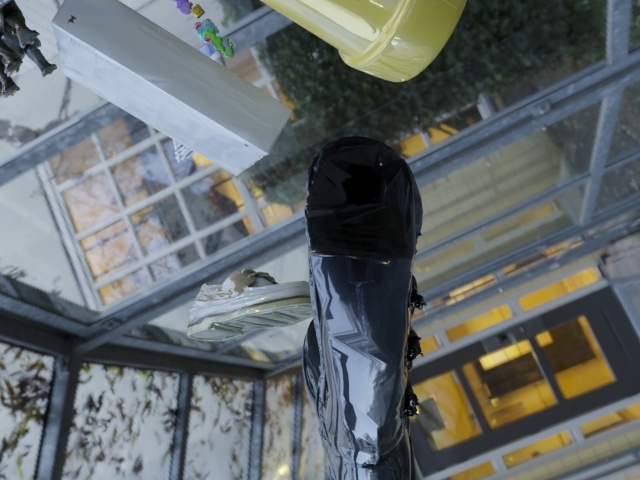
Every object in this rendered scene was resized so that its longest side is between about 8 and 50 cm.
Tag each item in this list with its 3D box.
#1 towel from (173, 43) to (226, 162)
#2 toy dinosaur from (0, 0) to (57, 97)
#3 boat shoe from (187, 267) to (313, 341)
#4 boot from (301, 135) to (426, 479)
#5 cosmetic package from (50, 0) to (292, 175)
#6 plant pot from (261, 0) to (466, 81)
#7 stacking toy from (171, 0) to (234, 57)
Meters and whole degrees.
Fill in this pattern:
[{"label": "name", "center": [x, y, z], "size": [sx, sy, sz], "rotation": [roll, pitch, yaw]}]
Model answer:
[{"label": "towel", "center": [-0.304, -0.351, 1.716], "size": [0.034, 0.209, 0.285], "rotation": [27, -145, -46]}, {"label": "toy dinosaur", "center": [-0.496, -0.329, 1.067], "size": [0.160, 0.121, 0.313], "rotation": [49, 167, 2]}, {"label": "boat shoe", "center": [-0.125, 0.100, 1.203], "size": [0.113, 0.302, 0.103], "rotation": [23, -120, -45]}, {"label": "boot", "center": [0.034, 0.075, 0.845], "size": [0.367, 0.146, 0.445], "rotation": [-109, 7, -52]}, {"label": "cosmetic package", "center": [-0.259, -0.259, 1.201], "size": [0.377, 0.097, 0.284], "rotation": [30, 172, -14]}, {"label": "plant pot", "center": [0.047, -0.379, 0.978], "size": [0.239, 0.254, 0.254], "rotation": [14, -142, -25]}, {"label": "stacking toy", "center": [-0.279, -0.494, 1.546], "size": [0.221, 0.052, 0.167], "rotation": [51, -171, -7]}]
